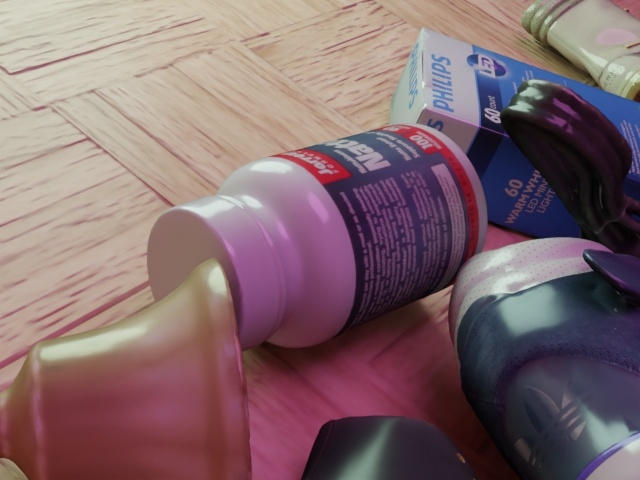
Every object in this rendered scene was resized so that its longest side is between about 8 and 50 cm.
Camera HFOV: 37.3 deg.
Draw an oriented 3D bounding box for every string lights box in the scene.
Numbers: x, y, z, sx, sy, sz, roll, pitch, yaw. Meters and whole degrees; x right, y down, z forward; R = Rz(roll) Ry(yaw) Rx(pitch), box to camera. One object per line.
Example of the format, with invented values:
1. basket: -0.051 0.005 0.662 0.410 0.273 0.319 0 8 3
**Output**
1. string lights box: 0.185 -0.065 0.731 0.259 0.077 0.133 18 38 -7

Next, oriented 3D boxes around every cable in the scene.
1. cable: 0.191 -0.021 0.585 0.287 0.072 0.139 44 -1 -34

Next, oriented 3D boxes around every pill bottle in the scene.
1. pill bottle: 0.000 0.000 0.533 0.180 0.108 0.108 -19 54 -41

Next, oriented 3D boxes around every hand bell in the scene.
1. hand bell: -0.157 0.080 0.390 0.242 0.126 0.126 -5 44 -13

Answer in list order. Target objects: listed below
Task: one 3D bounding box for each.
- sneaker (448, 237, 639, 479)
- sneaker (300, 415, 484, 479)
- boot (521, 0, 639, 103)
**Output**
1. sneaker: 0.219 0.090 0.524 0.322 0.130 0.236 16 26 -26
2. sneaker: 0.083 0.153 0.414 0.222 0.083 0.118 25 37 4
3. boot: 0.322 -0.205 0.970 0.213 0.077 0.165 -19 52 -37
